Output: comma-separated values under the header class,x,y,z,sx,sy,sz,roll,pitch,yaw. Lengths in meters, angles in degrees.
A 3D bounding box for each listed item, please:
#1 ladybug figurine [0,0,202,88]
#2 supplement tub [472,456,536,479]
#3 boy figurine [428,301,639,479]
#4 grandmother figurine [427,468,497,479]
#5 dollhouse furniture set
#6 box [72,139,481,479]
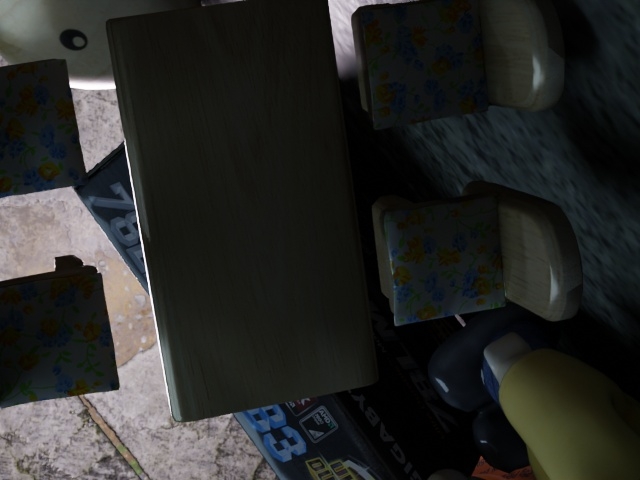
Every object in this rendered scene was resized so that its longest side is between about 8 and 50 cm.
class,x,y,z,sx,sy,sz,roll,pitch,yaw
ladybug figurine,-0.271,-0.294,1.063,0.449,0.162,0.305,51,174,19
supplement tub,0.188,0.334,1.024,0.316,0.193,0.193,56,173,-20
boy figurine,0.136,0.128,0.594,0.177,0.092,0.285,55,-175,-21
grandmother figurine,0.133,0.213,0.696,0.342,0.104,0.208,4,-117,-59
dollhouse furniture set,-0.026,-0.058,0.405,0.161,0.212,0.242,-144,45,-74
box,0.000,0.044,0.869,0.295,0.073,0.293,54,-163,3
